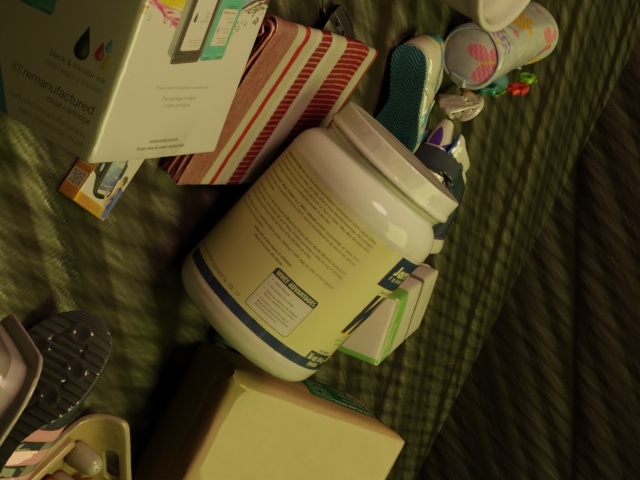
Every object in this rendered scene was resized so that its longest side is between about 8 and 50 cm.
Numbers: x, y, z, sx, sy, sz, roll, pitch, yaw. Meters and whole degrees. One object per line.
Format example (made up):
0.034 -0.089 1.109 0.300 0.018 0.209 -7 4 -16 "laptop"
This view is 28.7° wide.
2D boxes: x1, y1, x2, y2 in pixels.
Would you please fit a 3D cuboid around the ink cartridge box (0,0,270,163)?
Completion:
-0.172 -0.235 1.097 0.197 0.198 0.270 -14 130 -61 "ink cartridge box"

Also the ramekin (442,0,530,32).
0.255 -0.463 1.863 0.277 0.135 0.277 -49 157 -28 "ramekin"

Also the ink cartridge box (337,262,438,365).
0.052 0.084 1.973 0.273 0.198 0.114 -23 132 -71 "ink cartridge box"

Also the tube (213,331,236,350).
-0.093 0.071 1.909 0.207 0.052 0.080 -62 168 -10 "tube"

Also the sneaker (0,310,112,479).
-0.359 0.218 1.442 0.319 0.112 0.131 -50 174 -17 "sneaker"

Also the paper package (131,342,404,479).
-0.092 0.349 1.892 0.325 0.168 0.309 25 97 -28 "paper package"

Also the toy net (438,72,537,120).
0.294 -0.256 2.250 0.232 0.122 0.045 -39 143 -44 "toy net"

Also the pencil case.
0.315 -0.343 2.194 0.124 0.113 0.273 -47 170 34 "pencil case"

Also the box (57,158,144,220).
-0.230 -0.094 1.396 0.136 0.028 0.081 -56 159 -5 "box"

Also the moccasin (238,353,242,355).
-0.085 0.312 2.055 0.139 0.147 0.380 -20 130 -65 "moccasin"

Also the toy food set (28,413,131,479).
-0.361 0.395 1.655 0.306 0.092 0.219 -43 153 -36 "toy food set"

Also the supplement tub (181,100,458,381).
0.000 0.000 1.660 0.325 0.235 0.235 -46 161 9 "supplement tub"

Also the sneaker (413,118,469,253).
0.154 -0.105 2.158 0.323 0.130 0.236 8 100 -61 "sneaker"

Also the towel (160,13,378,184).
-0.056 -0.173 1.619 0.237 0.037 0.329 -54 162 16 "towel"

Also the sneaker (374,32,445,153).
0.148 -0.224 2.009 0.092 0.087 0.228 -41 154 -46 "sneaker"

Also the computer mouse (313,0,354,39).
0.016 -0.304 1.660 0.071 0.041 0.242 -52 157 -17 "computer mouse"

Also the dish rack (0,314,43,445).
-0.397 0.216 1.199 0.332 0.072 0.285 -57 -159 -5 "dish rack"
